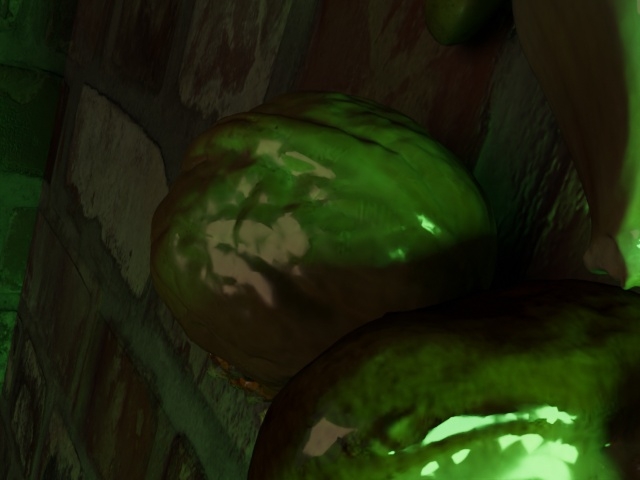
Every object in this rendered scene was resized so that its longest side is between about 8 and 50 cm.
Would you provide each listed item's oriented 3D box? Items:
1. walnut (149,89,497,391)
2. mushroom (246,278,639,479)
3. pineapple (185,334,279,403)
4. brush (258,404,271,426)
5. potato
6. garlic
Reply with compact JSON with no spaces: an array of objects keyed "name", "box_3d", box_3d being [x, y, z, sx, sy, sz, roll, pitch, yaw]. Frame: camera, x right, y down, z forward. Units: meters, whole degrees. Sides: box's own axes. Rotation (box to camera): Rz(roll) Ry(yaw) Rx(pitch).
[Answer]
[{"name":"walnut","box_3d":[0.000,-0.001,0.595,0.313,0.252,0.277,28,96,20]},{"name":"mushroom","box_3d":[0.119,0.175,0.405,0.259,0.346,0.345,-113,43,-62]},{"name":"pineapple","box_3d":[-0.138,0.065,0.842,0.286,0.209,0.344,-10,78,52]},{"name":"brush","box_3d":[-0.053,0.303,0.854,0.051,0.014,0.164,-41,54,44]},{"name":"potato","box_3d":[0.162,-0.272,0.601,0.188,0.085,0.105,-61,4,19]},{"name":"garlic","box_3d":[0.255,-0.159,0.420,0.245,0.232,0.340,73,-169,-49]}]
